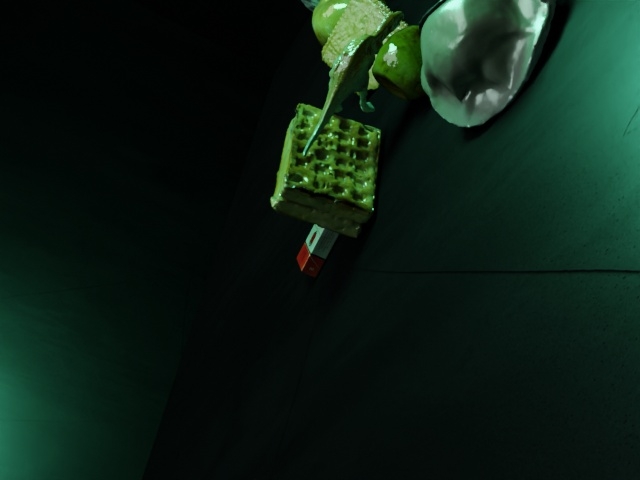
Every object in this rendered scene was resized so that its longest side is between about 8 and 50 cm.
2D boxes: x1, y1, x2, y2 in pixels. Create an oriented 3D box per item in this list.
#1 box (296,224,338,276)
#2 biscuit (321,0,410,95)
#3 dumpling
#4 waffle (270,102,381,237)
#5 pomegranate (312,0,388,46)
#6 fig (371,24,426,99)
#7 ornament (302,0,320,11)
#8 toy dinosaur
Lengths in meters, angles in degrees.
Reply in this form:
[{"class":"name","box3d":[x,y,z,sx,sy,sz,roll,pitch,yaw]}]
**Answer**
[{"class":"box","box3d":[0.000,0.000,1.897,0.152,0.048,0.100,-60,13,11]},{"class":"biscuit","box3d":[0.116,-0.525,2.150,0.232,0.013,0.237,50,124,27]},{"class":"dumpling","box3d":[0.252,-0.321,1.327,0.293,0.163,0.204,-25,36,50]},{"class":"waffle","box3d":[0.016,-0.157,1.765,0.308,0.212,0.091,-82,13,-47]},{"class":"pomegranate","box3d":[0.091,-0.630,2.309,0.233,0.233,0.233,-57,16,26]},{"class":"fig","box3d":[0.185,-0.363,1.698,0.154,0.144,0.166,-21,40,14]},{"class":"ornament","box3d":[0.065,-0.876,2.573,0.337,0.337,0.337,-57,16,26]},{"class":"toy dinosaur","box3d":[0.056,-0.332,1.766,0.393,0.092,0.205,-46,-19,-23]}]
